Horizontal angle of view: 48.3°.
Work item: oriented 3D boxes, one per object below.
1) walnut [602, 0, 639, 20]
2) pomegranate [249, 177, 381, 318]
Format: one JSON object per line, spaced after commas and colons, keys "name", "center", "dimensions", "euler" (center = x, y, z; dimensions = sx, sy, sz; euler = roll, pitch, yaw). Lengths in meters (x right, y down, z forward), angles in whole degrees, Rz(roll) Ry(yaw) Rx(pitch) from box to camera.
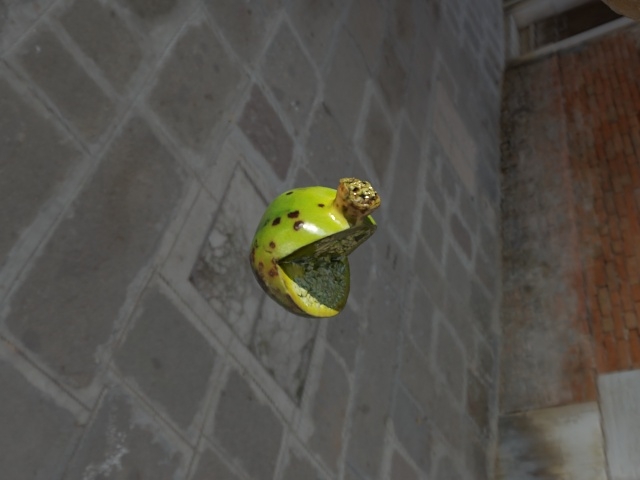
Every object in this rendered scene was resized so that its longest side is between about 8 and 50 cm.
{"name": "walnut", "center": [0.537, -0.485, 1.054], "dimensions": [0.333, 0.333, 0.332], "euler": [38, 44, -48]}
{"name": "pomegranate", "center": [-0.009, -0.005, 0.780], "dimensions": [0.143, 0.122, 0.169], "euler": [-15, 131, -41]}
